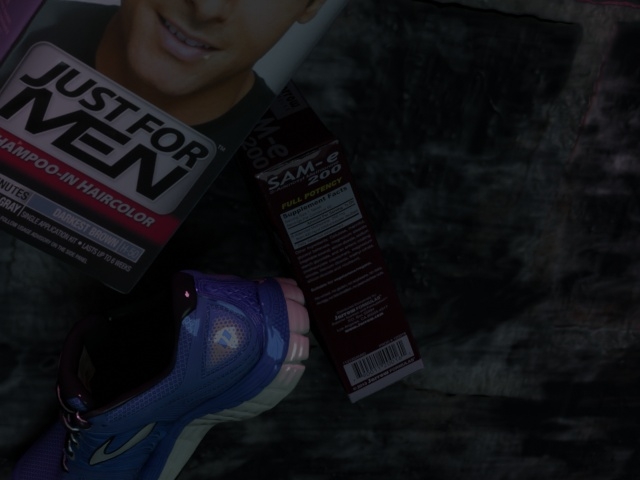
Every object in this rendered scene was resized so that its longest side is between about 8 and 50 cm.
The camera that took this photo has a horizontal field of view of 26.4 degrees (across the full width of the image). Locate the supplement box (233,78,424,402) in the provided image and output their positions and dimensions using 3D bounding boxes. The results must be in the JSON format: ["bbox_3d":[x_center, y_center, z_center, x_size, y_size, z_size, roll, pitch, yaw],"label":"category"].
[{"bbox_3d":[0.000,0.000,1.104,0.073,0.130,0.239,-25,124,-5],"label":"supplement box"}]

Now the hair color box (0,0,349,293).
[{"bbox_3d":[-0.116,-0.165,0.972,0.185,0.113,0.374,30,104,-32],"label":"hair color box"}]

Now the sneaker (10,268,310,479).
[{"bbox_3d":[-0.160,0.118,1.076,0.147,0.130,0.330,22,129,-36],"label":"sneaker"}]
